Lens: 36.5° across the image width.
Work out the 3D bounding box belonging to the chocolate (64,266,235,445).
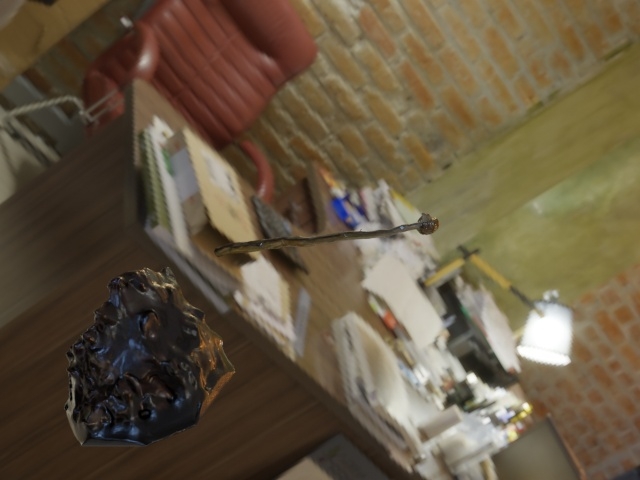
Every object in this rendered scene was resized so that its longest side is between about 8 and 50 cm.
[{"bbox_3d":[-0.237,0.119,1.206,0.224,0.206,0.177,-50,131,-61],"label":"chocolate"}]

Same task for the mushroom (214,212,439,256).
[{"bbox_3d":[-0.003,-0.002,1.063,0.028,0.286,0.026,36,52,-54],"label":"mushroom"}]
